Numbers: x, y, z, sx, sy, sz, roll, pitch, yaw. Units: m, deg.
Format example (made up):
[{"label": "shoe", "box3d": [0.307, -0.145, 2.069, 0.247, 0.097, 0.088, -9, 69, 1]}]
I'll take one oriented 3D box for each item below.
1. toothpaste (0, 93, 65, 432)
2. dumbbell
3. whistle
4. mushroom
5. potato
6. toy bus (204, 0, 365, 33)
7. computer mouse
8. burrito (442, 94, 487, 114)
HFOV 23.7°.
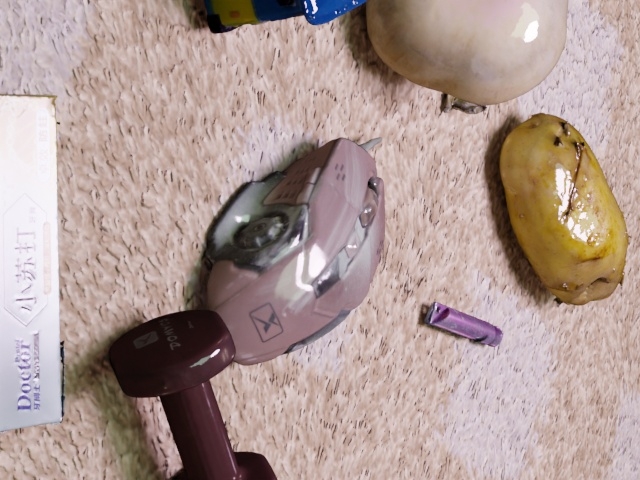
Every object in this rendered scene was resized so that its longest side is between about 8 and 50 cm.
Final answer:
[{"label": "toothpaste", "box3d": [-0.293, 0.020, 1.429, 0.089, 0.071, 0.313, -4, 95, -48]}, {"label": "dumbbell", "box3d": [-0.128, 0.193, 1.587, 0.124, 0.140, 0.225, -20, 111, -10]}, {"label": "whistle", "box3d": [0.196, 0.116, 2.085, 0.176, 0.033, 0.033, 22, 74, -50]}, {"label": "mushroom", "box3d": [0.179, -0.289, 1.927, 0.234, 0.254, 0.260, 112, -37, -79]}, {"label": "potato", "box3d": [0.351, -0.034, 2.191, 0.173, 0.140, 0.300, -51, 125, -44]}, {"label": "toy bus", "box3d": [-0.062, -0.374, 1.619, 0.138, 0.175, 0.288, -37, 119, -47]}, {"label": "computer mouse", "box3d": [0.004, 0.001, 1.773, 0.389, 0.115, 0.199, -50, 131, -38]}, {"label": "burrito", "box3d": [0.211, -0.280, 2.066, 0.058, 0.063, 0.230, 14, 81, -26]}]
